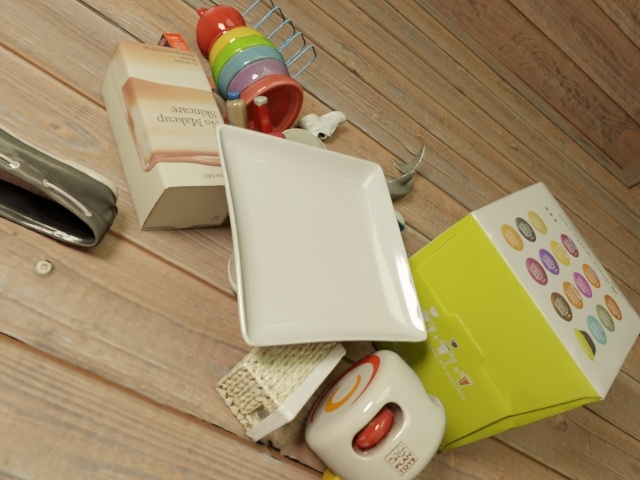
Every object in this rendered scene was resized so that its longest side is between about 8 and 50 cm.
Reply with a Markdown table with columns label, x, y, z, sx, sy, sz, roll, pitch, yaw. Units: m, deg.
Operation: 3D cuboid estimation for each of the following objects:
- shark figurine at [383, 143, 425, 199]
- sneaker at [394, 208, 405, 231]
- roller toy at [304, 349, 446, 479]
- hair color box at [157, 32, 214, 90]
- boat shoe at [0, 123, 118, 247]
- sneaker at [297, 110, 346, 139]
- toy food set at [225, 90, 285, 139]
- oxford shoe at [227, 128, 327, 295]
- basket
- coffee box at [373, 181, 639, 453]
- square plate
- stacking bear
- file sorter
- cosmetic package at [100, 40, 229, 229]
| label | x | y | z | sx | sy | sz | roll | pitch | yaw |
| --- | --- | --- | --- | --- | --- | --- | --- | --- | --- |
| shark figurine | 0.201 | -0.155 | 1.276 | 0.278 | 0.116 | 0.166 | -20 | 75 | -45 |
| sneaker | 0.101 | -0.090 | 1.152 | 0.228 | 0.087 | 0.092 | 30 | 51 | -20 |
| roller toy | 0.085 | 0.280 | 0.777 | 0.146 | 0.191 | 0.209 | 47 | 41 | -3 |
| hair color box | -0.277 | -0.334 | 1.022 | 0.043 | 0.072 | 0.141 | -24 | 76 | -49 |
| boat shoe | -0.432 | -0.089 | 0.669 | 0.335 | 0.112 | 0.095 | 24 | 42 | -30 |
| sneaker | 0.011 | -0.277 | 1.252 | 0.152 | 0.053 | 0.061 | -22 | 85 | -42 |
| toy food set | -0.137 | -0.202 | 0.926 | 0.111 | 0.104 | 0.232 | -20 | 39 | -25 |
| oxford shoe | -0.059 | -0.084 | 0.955 | 0.169 | 0.130 | 0.449 | 14 | 46 | 0 |
| basket | -0.061 | 0.197 | 0.774 | 0.103 | 0.113 | 0.167 | 48 | 40 | 2 |
| coffee box | 0.332 | 0.140 | 0.989 | 0.334 | 0.338 | 0.338 | -19 | 73 | -47 |
| square plate | 0.000 | 0.000 | 0.817 | 0.344 | 0.049 | 0.347 | 7 | 61 | -37 |
| stacking bear | -0.171 | -0.379 | 1.094 | 0.175 | 0.164 | 0.289 | -10 | 62 | -48 |
| file sorter | -0.103 | -0.477 | 1.225 | 0.170 | 0.104 | 0.118 | 49 | 7 | 0 |
| cosmetic package | -0.254 | -0.178 | 0.874 | 0.153 | 0.129 | 0.296 | -7 | 65 | -41 |
